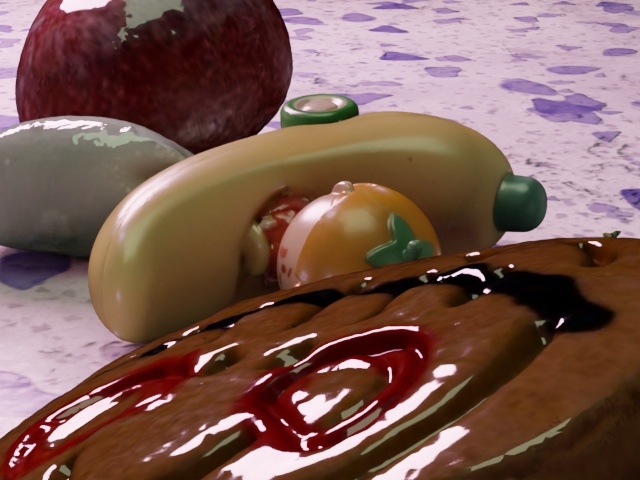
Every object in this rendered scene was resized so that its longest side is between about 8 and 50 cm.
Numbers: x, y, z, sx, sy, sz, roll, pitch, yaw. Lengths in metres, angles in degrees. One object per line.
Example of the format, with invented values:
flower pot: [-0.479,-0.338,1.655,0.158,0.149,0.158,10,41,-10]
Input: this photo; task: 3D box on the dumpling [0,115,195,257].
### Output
dumpling: [-0.182,-0.030,1.024,0.217,0.149,0.104,-7,59,-1]

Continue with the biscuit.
biscuit: [-0.015,0.076,0.588,0.367,0.063,0.314,-11,13,40]

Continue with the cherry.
cherry: [-0.154,-0.152,1.190,0.230,0.203,0.300,14,39,29]

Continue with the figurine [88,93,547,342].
figurine: [0.000,0.000,0.897,0.325,0.124,0.222,-19,31,-35]

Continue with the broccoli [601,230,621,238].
broccoli: [0.230,0.023,0.869,0.095,0.092,0.097,7,-1,-20]
